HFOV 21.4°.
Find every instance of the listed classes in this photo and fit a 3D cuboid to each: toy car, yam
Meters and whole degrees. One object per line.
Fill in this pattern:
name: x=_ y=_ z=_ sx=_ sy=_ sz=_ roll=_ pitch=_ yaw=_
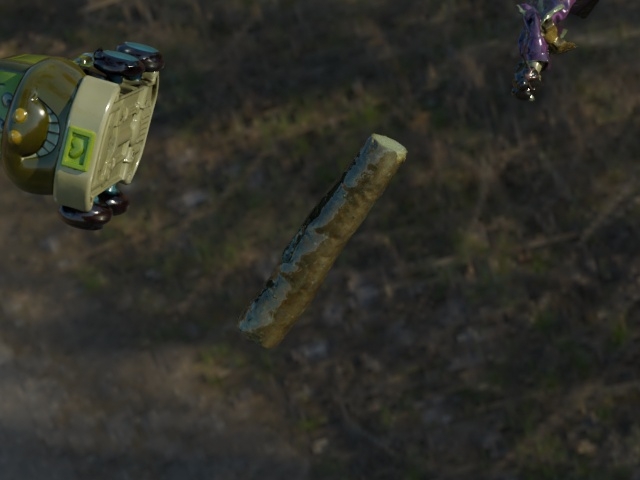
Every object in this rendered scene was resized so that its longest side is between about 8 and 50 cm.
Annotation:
toy car: x=-0.301 y=-0.139 z=1.919 sx=0.198 sy=0.204 sz=0.248 roll=17 pitch=14 yaw=4
yam: x=0.000 y=0.000 z=1.773 sx=0.274 sy=0.061 sz=0.061 roll=-56 pitch=16 yaw=25

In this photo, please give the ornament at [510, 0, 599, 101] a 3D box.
ornament: x=0.249 y=-0.230 z=1.909 sx=0.088 sy=0.081 sz=0.203 roll=29 pitch=62 yaw=-2
